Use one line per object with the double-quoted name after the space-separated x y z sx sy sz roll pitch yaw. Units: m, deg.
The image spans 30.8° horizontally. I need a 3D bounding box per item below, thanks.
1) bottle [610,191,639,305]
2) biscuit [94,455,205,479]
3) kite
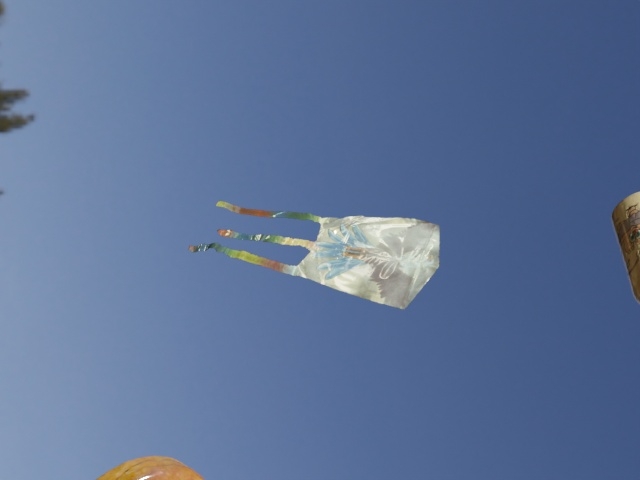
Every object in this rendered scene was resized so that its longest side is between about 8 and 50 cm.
0.451 0.042 1.531 0.110 0.097 0.209 66 16 -48 "bottle"
-0.169 0.342 1.042 0.052 0.262 0.277 15 -35 53 "biscuit"
0.000 0.002 1.460 0.310 0.169 0.015 14 -47 19 "kite"
